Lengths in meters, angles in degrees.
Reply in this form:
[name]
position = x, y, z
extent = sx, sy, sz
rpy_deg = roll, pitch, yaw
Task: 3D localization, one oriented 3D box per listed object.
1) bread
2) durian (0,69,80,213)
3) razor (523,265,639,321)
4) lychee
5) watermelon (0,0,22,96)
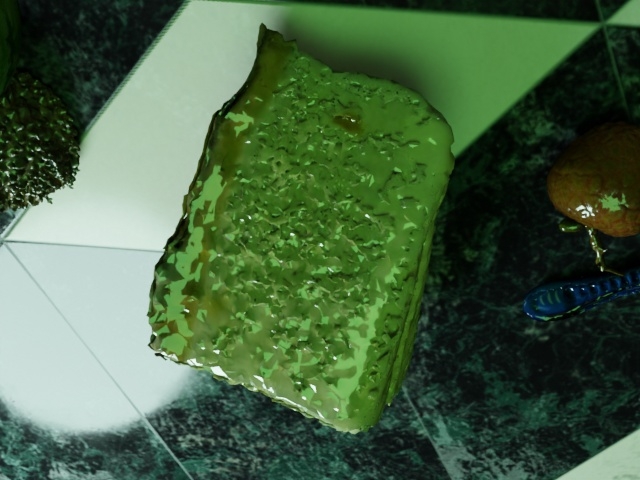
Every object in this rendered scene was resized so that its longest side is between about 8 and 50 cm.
[bread]
position = 0.000, 0.000, 0.899
extent = 0.248, 0.279, 0.316
rpy_deg = 23, 91, 13
[durian]
position = -0.326, -0.092, 0.873
extent = 0.188, 0.091, 0.148
rpy_deg = 37, 121, -19
[razor]
position = 0.372, 0.031, 0.941
extent = 0.324, 0.093, 0.056
rpy_deg = -19, 159, 22
[lychee]
position = 0.272, -0.041, 0.851
extent = 0.114, 0.101, 0.140
rpy_deg = 8, 88, -15
[watermelon]
position = -0.349, -0.191, 0.739
extent = 0.187, 0.188, 0.215
rpy_deg = -16, 122, 16
